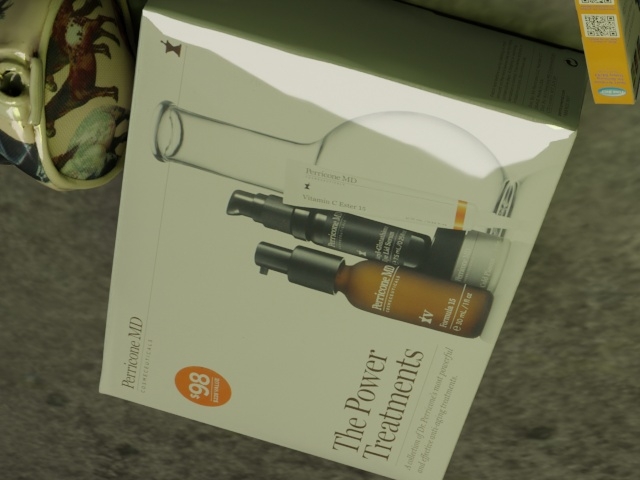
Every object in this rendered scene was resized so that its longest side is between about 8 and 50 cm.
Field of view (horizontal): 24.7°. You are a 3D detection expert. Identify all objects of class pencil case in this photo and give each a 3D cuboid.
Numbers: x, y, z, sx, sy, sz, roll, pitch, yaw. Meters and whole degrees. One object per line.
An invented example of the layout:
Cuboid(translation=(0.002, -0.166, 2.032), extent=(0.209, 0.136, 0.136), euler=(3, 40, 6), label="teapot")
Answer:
Cuboid(translation=(-0.333, -0.141, 1.011), extent=(0.410, 0.159, 0.183), euler=(10, 177, 12), label="pencil case")

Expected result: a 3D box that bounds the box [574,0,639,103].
Cuboid(translation=(0.170, -0.142, 0.847), extent=(0.028, 0.081, 0.136), euler=(5, 146, 20), label="box")

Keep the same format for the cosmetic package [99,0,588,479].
Cuboid(translation=(0.000, 0.000, 1.054), extent=(0.284, 0.097, 0.377), euler=(17, 133, 4), label="cosmetic package")
